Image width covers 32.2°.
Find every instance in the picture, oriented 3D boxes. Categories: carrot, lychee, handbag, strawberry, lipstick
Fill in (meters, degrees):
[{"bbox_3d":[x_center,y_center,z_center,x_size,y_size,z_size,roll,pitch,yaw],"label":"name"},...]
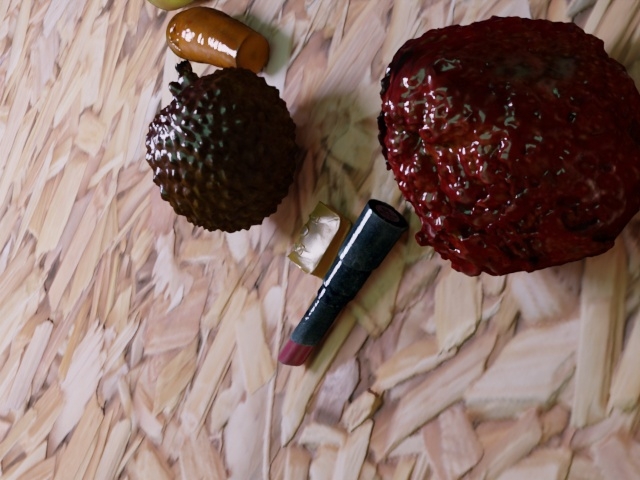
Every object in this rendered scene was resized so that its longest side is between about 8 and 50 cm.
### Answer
[{"bbox_3d":[-0.148,-0.289,1.583,0.193,0.087,0.087,20,92,48],"label":"carrot"},{"bbox_3d":[-0.128,-0.125,1.415,0.200,0.200,0.238,-37,74,35],"label":"lychee"},{"bbox_3d":[0.000,0.000,1.349,0.061,0.027,0.083,37,103,49],"label":"handbag"},{"bbox_3d":[0.163,-0.098,1.045,0.274,0.220,0.274,-26,54,42],"label":"strawberry"},{"bbox_3d":[0.015,0.058,1.291,0.234,0.053,0.053,-55,43,22],"label":"lipstick"}]

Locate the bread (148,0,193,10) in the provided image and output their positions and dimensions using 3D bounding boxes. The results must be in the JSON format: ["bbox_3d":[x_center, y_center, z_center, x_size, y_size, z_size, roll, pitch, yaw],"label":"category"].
[{"bbox_3d":[-0.223,-0.459,1.694,0.213,0.105,0.213,-32,53,55],"label":"bread"}]
